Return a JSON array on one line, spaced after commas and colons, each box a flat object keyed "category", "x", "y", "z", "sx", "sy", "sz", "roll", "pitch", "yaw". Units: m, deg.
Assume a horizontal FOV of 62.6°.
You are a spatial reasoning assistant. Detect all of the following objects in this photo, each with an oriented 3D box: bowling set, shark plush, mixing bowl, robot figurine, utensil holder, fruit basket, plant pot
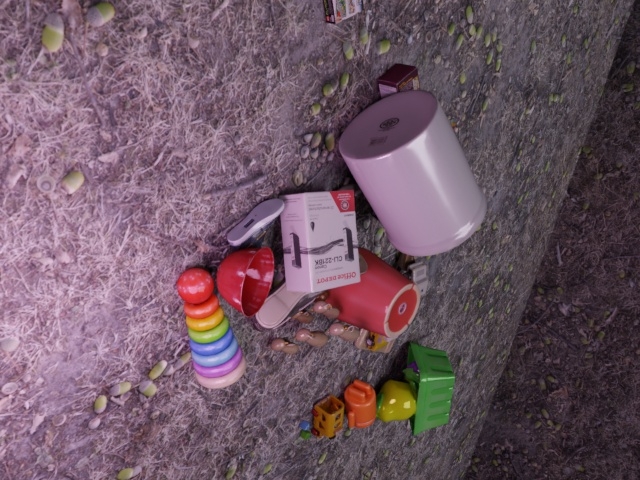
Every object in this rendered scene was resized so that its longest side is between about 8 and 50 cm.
[{"category": "bowling set", "x": -0.034, "y": 0.237, "z": 1.641, "sx": 0.154, "sy": 0.287, "sz": 0.200, "roll": 34, "pitch": 41, "yaw": -59}, {"category": "shark plush", "x": 0.069, "y": -0.123, "z": 1.625, "sx": 0.161, "sy": 0.073, "sz": 0.067, "roll": -50, "pitch": 170, "yaw": -25}, {"category": "mixing bowl", "x": -0.199, "y": 0.093, "z": 1.335, "sx": 0.181, "sy": 0.098, "sz": 0.181, "roll": 14, "pitch": 90, "yaw": -73}, {"category": "robot figurine", "x": 0.161, "y": 0.656, "z": 2.102, "sx": 0.128, "sy": 0.158, "sz": 0.219, "roll": -7, "pitch": 123, "yaw": -3}, {"category": "utensil holder", "x": 0.275, "y": -0.199, "z": 1.561, "sx": 0.327, "sy": 0.327, "sz": 0.385, "roll": -49, "pitch": 127, "yaw": -18}, {"category": "fruit basket", "x": 0.386, "y": 0.667, "z": 2.323, "sx": 0.392, "sy": 0.283, "sz": 0.392, "roll": -1, "pitch": 120, "yaw": -2}, {"category": "plant pot", "x": 0.183, "y": 0.186, "z": 1.772, "sx": 0.275, "sy": 0.243, "sz": 0.275, "roll": -25, "pitch": 127, "yaw": -39}]

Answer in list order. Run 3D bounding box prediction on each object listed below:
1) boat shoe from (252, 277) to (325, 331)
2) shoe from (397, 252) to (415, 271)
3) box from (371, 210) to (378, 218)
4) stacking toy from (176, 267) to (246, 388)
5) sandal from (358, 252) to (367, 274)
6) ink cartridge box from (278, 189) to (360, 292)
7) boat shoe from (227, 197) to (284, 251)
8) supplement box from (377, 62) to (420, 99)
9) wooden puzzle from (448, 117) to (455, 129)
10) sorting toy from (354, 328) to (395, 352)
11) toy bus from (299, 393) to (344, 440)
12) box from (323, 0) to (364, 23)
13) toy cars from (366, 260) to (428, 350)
[{"category": "boat shoe", "x": -0.076, "y": 0.155, "z": 1.590, "sx": 0.335, "sy": 0.112, "sz": 0.095, "roll": -37, "pitch": 174, "yaw": -30}, {"category": "shoe", "x": 0.347, "y": 0.009, "z": 2.021, "sx": 0.076, "sy": 0.058, "sz": 0.219, "roll": 15, "pitch": 95, "yaw": -31}, {"category": "box", "x": 0.226, "y": -0.093, "z": 1.819, "sx": 0.083, "sy": 0.052, "sz": 0.062, "roll": 30, "pitch": 87, "yaw": -51}, {"category": "stacking toy", "x": -0.294, "y": 0.217, "z": 1.350, "sx": 0.141, "sy": 0.141, "sz": 0.330, "roll": -33, "pitch": 126, "yaw": -34}, {"category": "sandal", "x": 0.088, "y": 0.036, "z": 1.668, "sx": 0.072, "sy": 0.049, "sz": 0.180, "roll": -37, "pitch": 101, "yaw": -19}, {"category": "ink cartridge box", "x": 0.000, "y": 0.000, "z": 1.486, "sx": 0.197, "sy": 0.114, "sz": 0.273, "roll": -8, "pitch": 96, "yaw": -43}, {"category": "boat shoe", "x": -0.163, "y": -0.033, "z": 1.404, "sx": 0.183, "sy": 0.065, "sz": 0.083, "roll": -40, "pitch": 141, "yaw": -17}, {"category": "supplement box", "x": 0.251, "y": -0.436, "z": 1.633, "sx": 0.104, "sy": 0.081, "sz": 0.188, "roll": -44, "pitch": 138, "yaw": -24}, {"category": "wooden puzzle", "x": 0.481, "y": -0.427, "z": 1.963, "sx": 0.083, "sy": 0.006, "sz": 0.049, "roll": -28, "pitch": 129, "yaw": -37}, {"category": "sorting toy", "x": 0.259, "y": 0.294, "z": 2.090, "sx": 0.229, "sy": 0.041, "sz": 0.307, "roll": 23, "pitch": 92, "yaw": -47}, {"category": "toy bus", "x": 0.035, "y": 0.692, "z": 1.995, "sx": 0.191, "sy": 0.104, "sz": 0.202, "roll": -59, "pitch": 141, "yaw": -7}, {"category": "box", "x": 0.049, "y": -0.663, "z": 1.312, "sx": 0.114, "sy": 0.036, "sz": 0.207, "roll": -38, "pitch": 135, "yaw": -30}, {"category": "toy cars", "x": 0.307, "y": 0.263, "z": 2.004, "sx": 0.393, "sy": 0.087, "sz": 0.176, "roll": -54, "pitch": 141, "yaw": -3}]
